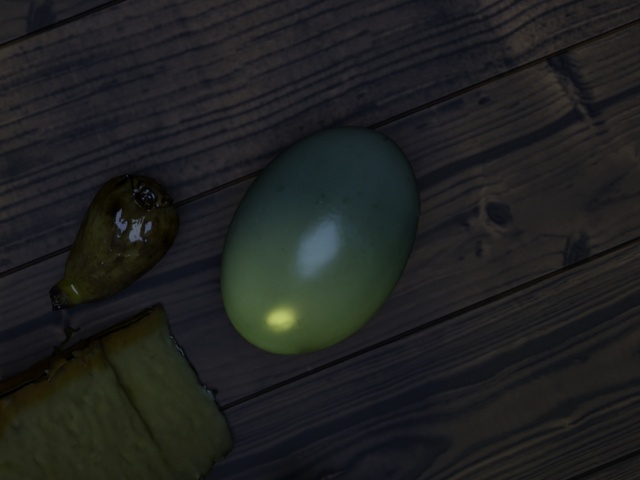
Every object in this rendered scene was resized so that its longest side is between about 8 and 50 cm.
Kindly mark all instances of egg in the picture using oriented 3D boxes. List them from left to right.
[{"bbox_3d":[0.000,0.000,1.605,0.203,0.203,0.283,36,88,-6],"label":"egg"}]

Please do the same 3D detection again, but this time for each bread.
[{"bbox_3d":[-0.237,0.212,1.561,0.279,0.315,0.248,-30,98,-12],"label":"bread"}]

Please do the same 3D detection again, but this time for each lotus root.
[{"bbox_3d":[-0.245,0.008,1.647,0.108,0.094,0.191,42,99,17],"label":"lotus root"}]
